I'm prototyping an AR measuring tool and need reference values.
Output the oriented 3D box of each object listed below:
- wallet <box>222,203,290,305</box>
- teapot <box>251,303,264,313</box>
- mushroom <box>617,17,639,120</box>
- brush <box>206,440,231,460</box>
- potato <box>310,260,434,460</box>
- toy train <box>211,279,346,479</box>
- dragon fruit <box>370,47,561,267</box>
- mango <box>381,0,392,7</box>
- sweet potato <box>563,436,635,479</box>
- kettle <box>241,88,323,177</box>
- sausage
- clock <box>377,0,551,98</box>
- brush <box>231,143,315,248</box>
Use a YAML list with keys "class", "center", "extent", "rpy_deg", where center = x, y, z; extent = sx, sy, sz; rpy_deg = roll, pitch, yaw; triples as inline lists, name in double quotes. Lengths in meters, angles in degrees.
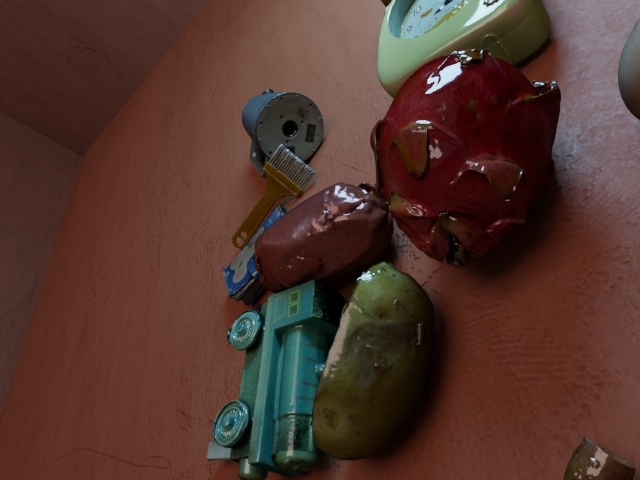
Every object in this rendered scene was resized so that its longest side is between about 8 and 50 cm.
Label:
- class: "wallet"
  center: [-0.123, 0.033, 1.062]
  extent: [0.202, 0.059, 0.141]
  rpy_deg: [-48, 30, 11]
- class: "teapot"
  center: [-0.109, 0.165, 0.942]
  extent: [0.045, 0.067, 0.101]
  rpy_deg: [14, 111, 51]
- class: "mushroom"
  center: [0.415, -0.179, 0.489]
  extent: [0.204, 0.204, 0.204]
  rpy_deg: [-29, 45, 34]
- class: "brush"
  center: [-0.123, 0.359, 0.851]
  extent: [0.178, 0.030, 0.033]
  rpy_deg: [-16, 43, 30]
- class: "potato"
  center: [0.088, 0.163, 0.657]
  extent: [0.111, 0.160, 0.272]
  rpy_deg: [16, 75, 28]
- class: "toy train"
  center: [-0.056, 0.216, 0.791]
  extent: [0.194, 0.120, 0.298]
  rpy_deg: [-23, 46, 30]
- class: "dragon fruit"
  center: [0.193, -0.129, 0.672]
  extent: [0.250, 0.250, 0.315]
  rpy_deg: [6, 51, 51]
- class: "mango"
  center: [0.176, -0.612, 1.053]
  extent: [0.153, 0.252, 0.126]
  rpy_deg: [-17, 47, -17]
- class: "sweet potato"
  center: [0.205, 0.320, 0.461]
  extent: [0.067, 0.059, 0.281]
  rpy_deg: [30, 92, 19]
- class: "kettle"
  center: [-0.113, -0.258, 1.217]
  extent: [0.243, 0.159, 0.211]
  rpy_deg: [-140, 55, -61]
- class: "sausage"
  center: [0.000, 0.000, 0.859]
  extent: [0.279, 0.152, 0.152]
  rpy_deg: [-30, 44, 32]
- class: "clock"
  center: [0.247, -0.422, 0.908]
  extent: [0.286, 0.117, 0.349]
  rpy_deg: [-23, 48, 39]
- class: "brush"
  center: [-0.125, -0.083, 1.139]
  extent: [0.272, 0.103, 0.013]
  rpy_deg: [-52, -2, 23]
